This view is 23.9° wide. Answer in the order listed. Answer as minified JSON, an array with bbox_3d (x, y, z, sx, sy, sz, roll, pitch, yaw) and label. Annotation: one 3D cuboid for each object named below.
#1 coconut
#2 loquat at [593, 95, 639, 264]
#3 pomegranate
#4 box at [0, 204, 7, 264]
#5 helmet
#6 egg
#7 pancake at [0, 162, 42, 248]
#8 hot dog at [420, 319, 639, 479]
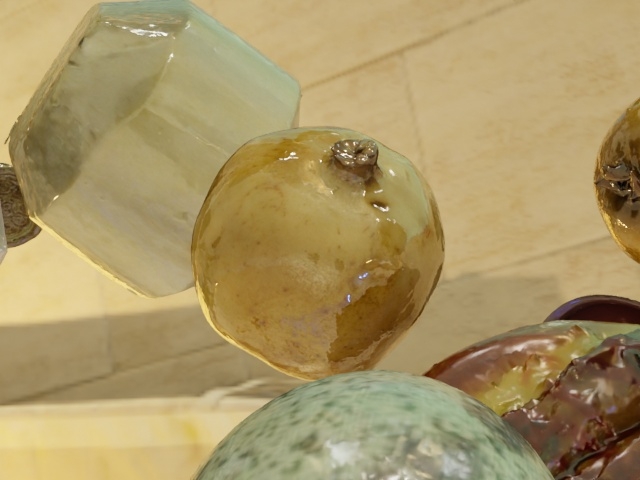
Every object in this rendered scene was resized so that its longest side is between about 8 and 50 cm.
[{"bbox_3d":[-0.158,-0.096,1.588,0.323,0.323,0.323,-4,84,39],"label":"coconut"},{"bbox_3d":[0.384,-0.067,1.562,0.208,0.208,0.208,-4,84,39],"label":"loquat"},{"bbox_3d":[0.000,0.000,1.084,0.196,0.196,0.196,-4,84,39],"label":"pomegranate"},{"bbox_3d":[-0.426,-0.108,1.465,0.065,0.200,0.343,-57,38,40],"label":"box"},{"bbox_3d":[0.327,0.133,1.735,0.175,0.106,0.155,18,97,2],"label":"helmet"},{"bbox_3d":[0.017,0.105,0.469,0.132,0.172,0.132,2,109,7],"label":"egg"},{"bbox_3d":[-0.394,-0.044,1.875,0.011,0.115,0.115,-173,89,-76],"label":"pancake"},{"bbox_3d":[0.148,0.190,1.021,0.405,0.223,0.185,-40,38,-8],"label":"hot dog"}]
